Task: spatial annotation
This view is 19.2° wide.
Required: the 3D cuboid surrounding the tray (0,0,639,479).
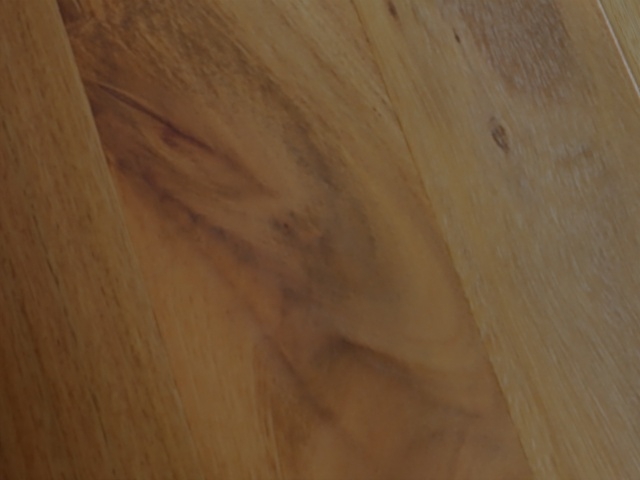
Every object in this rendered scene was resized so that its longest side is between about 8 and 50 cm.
[{"bbox_3d":[0.000,0.000,0.410,0.076,0.203,0.411,90,162,-65],"label":"tray"}]
